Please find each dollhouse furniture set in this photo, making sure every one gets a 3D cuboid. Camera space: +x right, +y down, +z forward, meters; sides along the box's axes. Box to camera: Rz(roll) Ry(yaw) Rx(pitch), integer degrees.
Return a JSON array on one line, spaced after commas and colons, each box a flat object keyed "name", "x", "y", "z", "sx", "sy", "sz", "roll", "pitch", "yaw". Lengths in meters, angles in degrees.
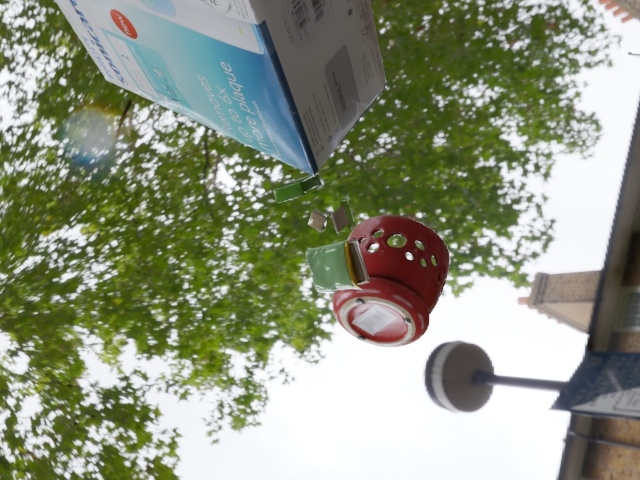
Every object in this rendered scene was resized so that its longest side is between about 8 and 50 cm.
[{"name": "dollhouse furniture set", "x": 0.000, "y": 0.000, "z": 0.822, "sx": 0.058, "sy": 0.076, "sz": 0.152, "roll": -38, "pitch": -67, "yaw": -60}]

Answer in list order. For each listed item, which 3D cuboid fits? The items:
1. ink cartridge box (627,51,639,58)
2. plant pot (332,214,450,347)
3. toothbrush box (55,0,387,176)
[{"name": "ink cartridge box", "x": 0.752, "y": -0.300, "z": 1.159, "sx": 0.323, "sy": 0.330, "sz": 0.072, "roll": 2, "pitch": -73, "yaw": -31}, {"name": "plant pot", "x": 0.121, "y": 0.080, "z": 1.221, "sx": 0.191, "sy": 0.191, "sz": 0.174, "roll": 37, "pitch": -134, "yaw": -19}, {"name": "toothbrush box", "x": -0.107, "y": -0.215, "z": 0.617, "sx": 0.126, "sy": 0.295, "sz": 0.216, "roll": -51, "pitch": -29, "yaw": -19}]
